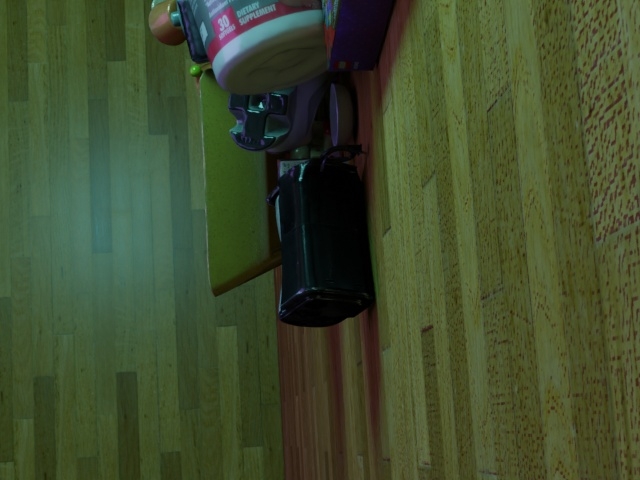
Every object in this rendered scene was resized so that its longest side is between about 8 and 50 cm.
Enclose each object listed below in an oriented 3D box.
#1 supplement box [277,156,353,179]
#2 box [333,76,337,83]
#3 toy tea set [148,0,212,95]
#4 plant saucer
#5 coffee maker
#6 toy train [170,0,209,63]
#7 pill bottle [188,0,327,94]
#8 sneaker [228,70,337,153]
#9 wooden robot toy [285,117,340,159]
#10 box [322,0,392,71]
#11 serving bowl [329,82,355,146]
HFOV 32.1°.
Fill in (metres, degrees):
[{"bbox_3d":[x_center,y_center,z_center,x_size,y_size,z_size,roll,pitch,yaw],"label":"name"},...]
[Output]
[{"bbox_3d":[-0.007,-0.093,1.497,0.062,0.098,0.036,-130,38,-82],"label":"supplement box"},{"bbox_3d":[0.007,-0.321,1.604,0.116,0.029,0.162,-101,12,-56],"label":"box"},{"bbox_3d":[-0.154,-0.291,1.889,0.336,0.200,0.124,53,149,-15],"label":"toy tea set"},{"bbox_3d":[-0.069,-0.104,1.718,0.333,0.081,0.332,-26,-63,-65],"label":"plant saucer"},{"bbox_3d":[0.000,0.000,1.367,0.171,0.120,0.178,100,165,-63],"label":"coffee maker"},{"bbox_3d":[-0.161,-0.405,1.567,0.190,0.142,0.334,-106,5,-72],"label":"toy train"},{"bbox_3d":[-0.090,-0.355,1.361,0.176,0.176,0.318,110,142,-75],"label":"pill bottle"},{"bbox_3d":[-0.034,-0.281,1.511,0.146,0.122,0.330,-1,-74,-59],"label":"sneaker"},{"bbox_3d":[-0.014,-0.140,1.650,0.173,0.079,0.076,-105,14,-64],"label":"wooden robot toy"},{"bbox_3d":[0.038,-0.327,1.140,0.293,0.057,0.201,104,163,-71],"label":"box"},{"bbox_3d":[0.030,-0.164,1.450,0.083,0.027,0.083,178,90,-85],"label":"serving bowl"}]
